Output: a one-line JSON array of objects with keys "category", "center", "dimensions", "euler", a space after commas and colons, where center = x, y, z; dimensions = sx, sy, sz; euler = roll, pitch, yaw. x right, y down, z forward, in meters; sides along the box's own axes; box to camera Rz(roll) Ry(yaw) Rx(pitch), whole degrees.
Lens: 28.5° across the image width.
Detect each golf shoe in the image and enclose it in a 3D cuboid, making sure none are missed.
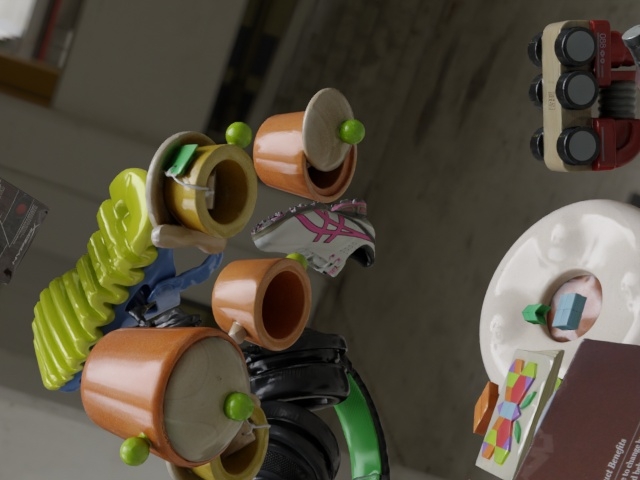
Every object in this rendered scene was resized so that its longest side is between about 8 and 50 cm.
[{"category": "golf shoe", "center": [0.000, 0.000, 1.467], "dimensions": [0.067, 0.186, 0.086], "euler": [-29, 75, 42]}]

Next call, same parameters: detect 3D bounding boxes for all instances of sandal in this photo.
[{"category": "sandal", "center": [-0.211, 0.060, 1.388], "dimensions": [0.317, 0.138, 0.126], "euler": [-48, 50, 33]}]

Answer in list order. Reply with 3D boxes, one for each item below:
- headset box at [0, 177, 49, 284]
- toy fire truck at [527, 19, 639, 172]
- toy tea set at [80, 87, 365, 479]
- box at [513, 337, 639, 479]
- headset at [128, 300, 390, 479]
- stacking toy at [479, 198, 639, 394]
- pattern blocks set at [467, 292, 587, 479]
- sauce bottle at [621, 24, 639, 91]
[{"category": "headset box", "center": [-0.460, -0.068, 1.375], "dimensions": [0.110, 0.218, 0.293], "euler": [-62, -15, -6]}, {"category": "toy fire truck", "center": [0.437, -0.215, 1.870], "dimensions": [0.158, 0.246, 0.217], "euler": [-165, 72, -74]}, {"category": "toy tea set", "center": [-0.045, 0.033, 0.926], "dimensions": [0.200, 0.124, 0.336], "euler": [31, -109, -52]}, {"category": "box", "center": [0.383, 0.218, 1.121], "dimensions": [0.381, 0.143, 0.191], "euler": [6, 53, 41]}, {"category": "headset", "center": [-0.063, 0.200, 1.403], "dimensions": [0.185, 0.394, 0.243], "euler": [-18, 43, 26]}, {"category": "stacking toy", "center": [0.515, 0.175, 1.985], "dimensions": [0.351, 0.480, 0.350], "euler": [-29, 47, 37]}, {"category": "pattern blocks set", "center": [0.256, 0.226, 1.642], "dimensions": [0.285, 0.026, 0.324], "euler": [140, 149, -67]}, {"category": "sauce bottle", "center": [0.295, -0.124, 1.068], "dimensions": [0.042, 0.128, 0.042], "euler": [-26, 20, 10]}]
